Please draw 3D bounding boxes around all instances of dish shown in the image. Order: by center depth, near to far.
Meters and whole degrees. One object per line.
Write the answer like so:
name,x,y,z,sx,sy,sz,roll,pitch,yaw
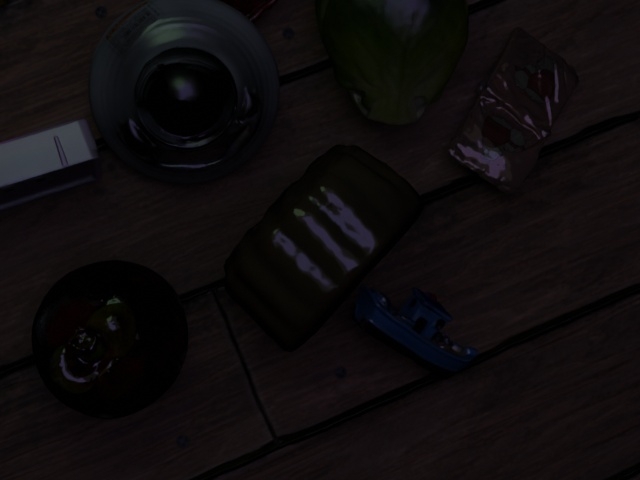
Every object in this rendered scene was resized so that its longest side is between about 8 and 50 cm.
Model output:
dish,-0.187,-0.199,1.678,0.273,0.134,0.273,-2,107,-6

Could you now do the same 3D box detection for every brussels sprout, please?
brussels sprout,0.104,-0.306,1.761,0.219,0.210,0.271,-2,99,-6

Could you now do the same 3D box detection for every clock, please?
clock,-0.404,-0.097,1.664,0.197,0.150,0.063,-19,85,-11

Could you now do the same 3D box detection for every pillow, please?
pillow,0.296,-0.196,1.854,0.135,0.049,0.248,31,75,-6

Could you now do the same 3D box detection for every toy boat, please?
toy boat,0.144,0.123,1.746,0.223,0.100,0.097,32,100,-31

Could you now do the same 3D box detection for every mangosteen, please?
mangosteen,-0.280,0.126,1.629,0.216,0.216,0.216,1,83,-10

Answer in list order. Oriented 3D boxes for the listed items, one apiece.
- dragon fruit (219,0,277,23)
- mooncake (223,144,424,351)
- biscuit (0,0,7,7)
dragon fruit,-0.151,-0.369,1.785,0.161,0.120,0.127,-3,48,-31
mooncake,0.000,0.000,1.660,0.161,0.290,0.290,42,78,3
biscuit,-0.520,-0.432,1.743,0.174,0.039,0.183,11,81,-7
